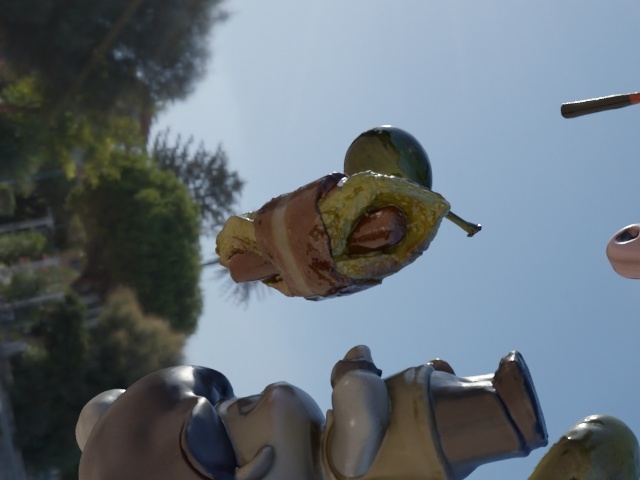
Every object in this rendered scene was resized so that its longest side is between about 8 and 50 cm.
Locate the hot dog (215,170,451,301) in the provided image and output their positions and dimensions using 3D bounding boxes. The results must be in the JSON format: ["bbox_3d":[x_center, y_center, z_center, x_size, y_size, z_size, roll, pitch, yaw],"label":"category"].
[{"bbox_3d":[0.001,0.005,0.986,0.123,0.261,0.093,56,34,-22],"label":"hot dog"}]

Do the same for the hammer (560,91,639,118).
[{"bbox_3d":[0.530,-0.240,1.708,0.287,0.111,0.033,-4,-88,54],"label":"hammer"}]

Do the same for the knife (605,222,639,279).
[{"bbox_3d":[0.394,0.049,1.003,0.043,0.081,0.336,60,-8,-23],"label":"knife"}]

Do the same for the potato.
[{"bbox_3d":[0.442,0.397,1.732,0.160,0.271,0.111,28,-28,43],"label":"potato"}]

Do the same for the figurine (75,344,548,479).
[{"bbox_3d":[-0.021,0.153,0.783,0.206,0.365,0.218,59,9,-2],"label":"figurine"}]

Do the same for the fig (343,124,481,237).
[{"bbox_3d":[0.144,-0.078,1.669,0.259,0.151,0.151,53,-28,28],"label":"fig"}]
